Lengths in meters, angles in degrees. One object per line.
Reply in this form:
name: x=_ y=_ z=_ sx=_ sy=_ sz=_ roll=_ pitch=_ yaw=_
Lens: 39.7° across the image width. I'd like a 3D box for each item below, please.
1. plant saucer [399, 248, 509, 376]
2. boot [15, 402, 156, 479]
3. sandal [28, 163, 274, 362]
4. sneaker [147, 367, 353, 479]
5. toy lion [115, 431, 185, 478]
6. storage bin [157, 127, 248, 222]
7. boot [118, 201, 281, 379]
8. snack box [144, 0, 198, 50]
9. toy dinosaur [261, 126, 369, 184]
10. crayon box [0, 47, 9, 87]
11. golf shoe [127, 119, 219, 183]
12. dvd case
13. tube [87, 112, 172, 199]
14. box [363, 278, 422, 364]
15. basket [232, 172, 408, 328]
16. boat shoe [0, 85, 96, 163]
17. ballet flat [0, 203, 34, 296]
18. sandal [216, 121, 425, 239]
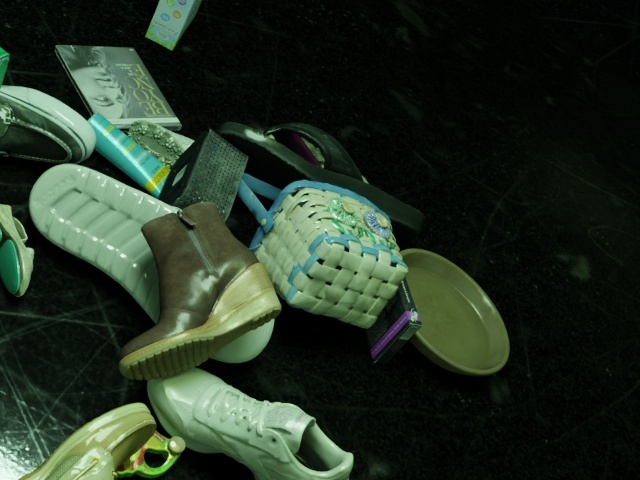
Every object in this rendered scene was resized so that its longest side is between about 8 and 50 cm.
plant saucer: x=0.225 y=0.133 z=1.605 sx=0.278 sy=0.041 sz=0.277 roll=27 pitch=37 yaw=-22
boot: x=-0.239 y=0.319 z=1.003 sx=0.203 sy=0.095 sz=0.262 roll=35 pitch=45 yaw=21
sandal: x=-0.241 y=0.022 z=1.341 sx=0.416 sy=0.169 sz=0.102 roll=38 pitch=-3 yaw=-3
sneaker: x=-0.088 y=0.243 z=1.191 sx=0.305 sy=0.152 sz=0.114 roll=34 pitch=40 yaw=0
toy lion: x=-0.241 y=0.272 z=1.149 sx=0.100 sy=0.034 sz=0.096 roll=38 pitch=45 yaw=3
storage bin: x=-0.200 y=-0.081 z=1.448 sx=0.084 sy=0.122 sz=0.180 roll=35 pitch=41 yaw=-22
boot: x=-0.198 y=0.064 z=1.211 sx=0.249 sy=0.090 sz=0.207 roll=-24 pitch=63 yaw=-29
snack box: x=-0.271 y=-0.518 z=1.803 sx=0.070 sy=0.207 sz=0.174 roll=28 pitch=40 yaw=-10
toy dinosaur: x=-0.002 y=-0.142 z=1.733 sx=0.268 sy=0.064 sz=0.118 roll=28 pitch=32 yaw=-14
crayon box: x=-0.539 y=-0.182 z=1.197 sx=0.165 sy=0.278 sz=0.081 roll=37 pitch=39 yaw=1
golf shoe: x=-0.258 y=-0.161 z=1.573 sx=0.176 sy=0.069 sz=0.086 roll=31 pitch=19 yaw=-12
dvd case: x=-0.373 y=-0.282 z=1.635 sx=0.165 sy=0.018 sz=0.221 roll=-9 pitch=55 yaw=-42
tube: x=-0.313 y=-0.132 z=1.505 sx=0.207 sy=0.052 sz=0.080 roll=39 pitch=45 yaw=-8
box: x=0.111 y=0.112 z=1.503 sx=0.029 sy=0.116 sz=0.162 roll=11 pitch=44 yaw=-30
basket: x=0.000 y=0.000 z=1.470 sx=0.255 sy=0.201 sz=0.289 roll=19 pitch=18 yaw=-38
boat shoe: x=-0.519 y=-0.175 z=1.356 sx=0.335 sy=0.121 sz=0.119 roll=18 pitch=48 yaw=-5
ballet flat: x=-0.435 y=0.007 z=1.260 sx=0.052 sy=0.057 sz=0.168 roll=2 pitch=49 yaw=-48
sandal: x=0.003 y=-0.126 z=1.610 sx=0.446 sy=0.168 sz=0.107 roll=25 pitch=73 yaw=-31
